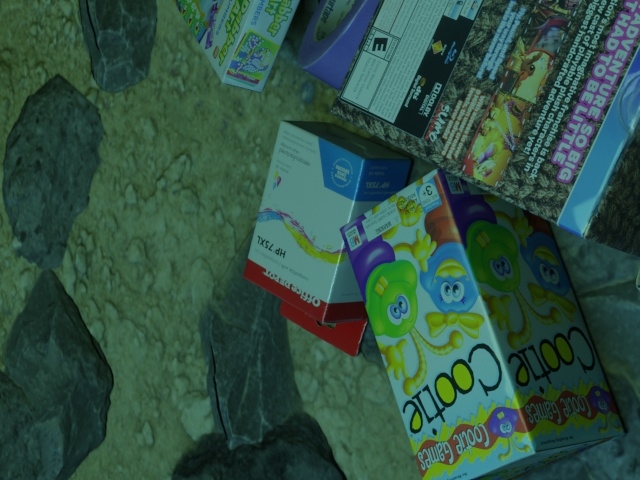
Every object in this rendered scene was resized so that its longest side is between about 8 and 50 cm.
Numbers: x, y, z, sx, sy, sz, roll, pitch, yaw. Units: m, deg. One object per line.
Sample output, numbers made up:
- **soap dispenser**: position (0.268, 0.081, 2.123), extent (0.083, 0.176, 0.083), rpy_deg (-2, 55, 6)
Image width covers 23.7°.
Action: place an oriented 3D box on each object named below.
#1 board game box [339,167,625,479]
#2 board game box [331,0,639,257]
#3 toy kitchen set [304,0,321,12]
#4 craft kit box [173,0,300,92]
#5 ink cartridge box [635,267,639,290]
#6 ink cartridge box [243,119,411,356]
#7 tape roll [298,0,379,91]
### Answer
- **board game box**: position (0.150, 0.085, 1.449), extent (0.144, 0.142, 0.275), rpy_deg (-32, 69, 41)
- **board game box**: position (0.192, -0.149, 1.293), extent (0.291, 0.141, 0.232), rpy_deg (31, 100, 38)
- **toy kitchen set**: position (0.029, -0.290, 1.639), extent (0.083, 0.075, 0.068), rpy_deg (12, 59, 11)
- **craft kit box**: position (-0.074, -0.325, 1.659), extent (0.250, 0.061, 0.246), rpy_deg (-66, 32, 23)
- **ink cartridge box**: position (0.397, 0.037, 1.174), extent (0.235, 0.193, 0.088), rpy_deg (30, 113, 40)
- **ink cartridge box**: position (0.000, 0.000, 1.637), extent (0.134, 0.078, 0.231), rpy_deg (27, 110, 40)
- **tape roll**: position (0.061, -0.230, 1.500), extent (0.189, 0.080, 0.189), rpy_deg (-53, 16, 23)
